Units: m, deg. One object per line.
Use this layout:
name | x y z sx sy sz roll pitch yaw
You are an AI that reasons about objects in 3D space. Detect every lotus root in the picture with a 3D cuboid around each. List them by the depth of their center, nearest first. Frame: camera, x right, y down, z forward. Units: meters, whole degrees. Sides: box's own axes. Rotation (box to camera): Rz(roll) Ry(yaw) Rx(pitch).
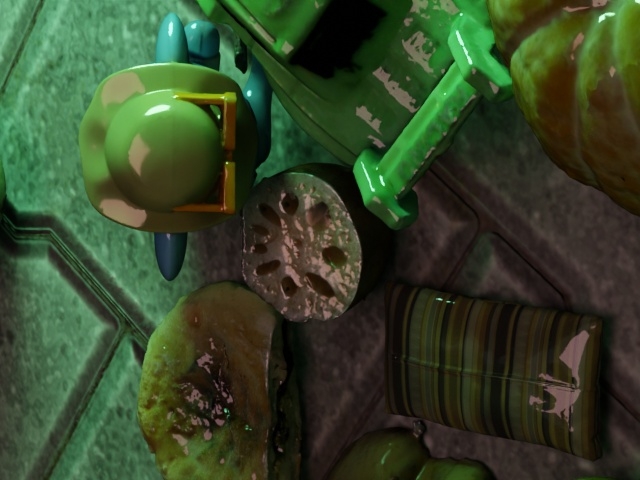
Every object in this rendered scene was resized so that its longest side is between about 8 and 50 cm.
lotus root | 0.060 0.251 1.498 0.183 0.078 0.204 -15 86 40
lotus root | 0.002 0.001 1.502 0.112 0.081 0.122 12 104 37

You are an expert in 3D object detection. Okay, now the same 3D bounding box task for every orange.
orange | 0.247 -0.162 1.161 0.329 0.249 0.329 -1 89 43

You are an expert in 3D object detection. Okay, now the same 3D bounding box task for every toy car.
toy car | 0.013 -0.192 1.390 0.359 0.176 0.213 48 123 14

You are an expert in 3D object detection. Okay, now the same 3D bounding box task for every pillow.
pillow | 0.127 0.097 1.439 0.203 0.038 0.113 8 102 40

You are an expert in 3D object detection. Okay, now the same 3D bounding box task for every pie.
pie | -0.089 0.143 1.622 0.185 0.052 0.218 0 95 45

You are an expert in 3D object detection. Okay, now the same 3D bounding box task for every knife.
knife | -0.068 -0.248 1.550 0.021 0.045 0.222 -5 95 -4

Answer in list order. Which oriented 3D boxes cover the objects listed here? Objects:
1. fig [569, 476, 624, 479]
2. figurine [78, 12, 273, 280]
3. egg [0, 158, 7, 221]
fig | 0.165 0.218 1.339 0.230 0.143 0.160 40 131 -5
figurine | -0.115 -0.089 1.499 0.153 0.262 0.180 28 108 -14
egg | -0.391 -0.063 1.763 0.228 0.177 0.177 54 127 35
